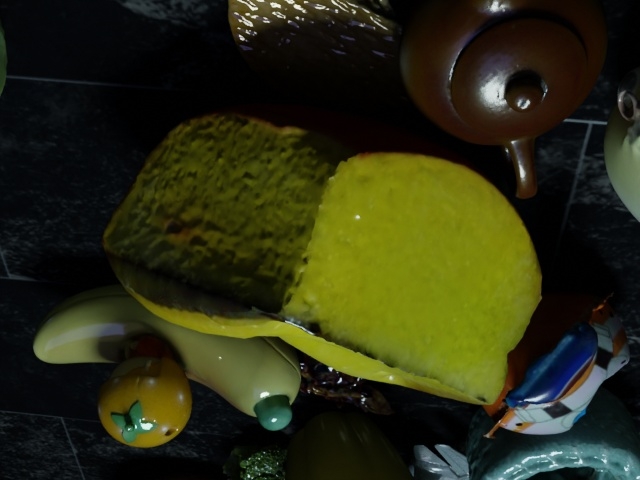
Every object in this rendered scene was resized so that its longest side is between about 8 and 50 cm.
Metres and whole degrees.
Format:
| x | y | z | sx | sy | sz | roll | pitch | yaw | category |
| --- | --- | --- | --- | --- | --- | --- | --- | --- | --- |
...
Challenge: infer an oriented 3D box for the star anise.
| x | y | z | sx | sy | sz | roll | pitch | yaw | category |
| --- | --- | --- | --- | --- | --- | --- | --- | --- | --- |
| 0.013 | 0.173 | 1.277 | 0.212 | 0.053 | 0.157 | 23 | 137 | -12 | star anise |

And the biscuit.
| x | y | z | sx | sy | sz | roll | pitch | yaw | category |
| --- | --- | --- | --- | --- | --- | --- | --- | --- | --- |
| 0.008 | -0.183 | 0.898 | 0.224 | 0.033 | 0.144 | 26 | 135 | -21 | biscuit |

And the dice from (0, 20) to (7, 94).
| x | y | z | sx | sy | sz | roll | pitch | yaw | category |
| --- | --- | --- | --- | --- | --- | --- | --- | --- | --- |
| -0.451 | -0.165 | 0.838 | 0.255 | 0.249 | 0.252 | -9 | 134 | 20 | dice |

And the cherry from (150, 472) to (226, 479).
| x | y | z | sx | sy | sz | roll | pitch | yaw | category |
| --- | --- | --- | --- | --- | --- | --- | --- | --- | --- |
| -0.197 | 0.479 | 1.540 | 0.239 | 0.206 | 0.239 | 9 | 129 | 12 | cherry |

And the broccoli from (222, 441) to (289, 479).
| x | y | z | sx | sy | sz | roll | pitch | yaw | category |
| --- | --- | --- | --- | --- | --- | --- | --- | --- | --- |
| -0.080 | 0.362 | 1.454 | 0.138 | 0.145 | 0.162 | 30 | 159 | 24 | broccoli |

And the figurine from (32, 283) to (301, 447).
| x | y | z | sx | sy | sz | roll | pitch | yaw | category |
| --- | --- | --- | --- | --- | --- | --- | --- | --- | --- |
| -0.184 | 0.147 | 1.158 | 0.325 | 0.222 | 0.124 | 6 | 141 | 3 | figurine |

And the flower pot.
| x | y | z | sx | sy | sz | roll | pitch | yaw | category |
| --- | --- | --- | --- | --- | --- | --- | --- | --- | --- |
| 0.037 | 0.337 | 1.335 | 0.195 | 0.179 | 0.195 | -7 | 125 | -10 | flower pot |

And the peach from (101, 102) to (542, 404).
| x | y | z | sx | sy | sz | roll | pitch | yaw | category |
| --- | --- | --- | --- | --- | --- | --- | --- | --- | --- |
| 0.000 | 0.000 | 0.950 | 0.381 | 0.242 | 0.306 | 19 | 174 | -28 | peach |

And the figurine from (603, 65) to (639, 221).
| x | y | z | sx | sy | sz | roll | pitch | yaw | category |
| --- | --- | --- | --- | --- | --- | --- | --- | --- | --- |
| 0.369 | -0.175 | 0.770 | 0.275 | 0.226 | 0.394 | -18 | 128 | -15 | figurine |

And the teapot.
| x | y | z | sx | sy | sz | roll | pitch | yaw | category |
| --- | --- | --- | --- | --- | --- | --- | --- | --- | --- |
| 0.161 | -0.134 | 0.832 | 0.178 | 0.135 | 0.252 | -11 | 128 | 7 | teapot |

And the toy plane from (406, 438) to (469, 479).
| x | y | z | sx | sy | sz | roll | pitch | yaw | category |
| --- | --- | --- | --- | --- | --- | --- | --- | --- | --- |
| 0.251 | 0.347 | 1.410 | 0.267 | 0.088 | 0.212 | 5 | 140 | -7 | toy plane |

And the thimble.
| x | y | z | sx | sy | sz | roll | pitch | yaw | category |
| --- | --- | --- | --- | --- | --- | --- | --- | --- | --- |
| 0.307 | 0.283 | 1.254 | 0.235 | 0.143 | 0.198 | -2 | 127 | 3 | thimble |

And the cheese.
| x | y | z | sx | sy | sz | roll | pitch | yaw | category |
| --- | --- | --- | --- | --- | --- | --- | --- | --- | --- |
| 0.246 | 0.134 | 1.055 | 0.129 | 0.217 | 0.329 | 40 | -178 | 14 | cheese |
